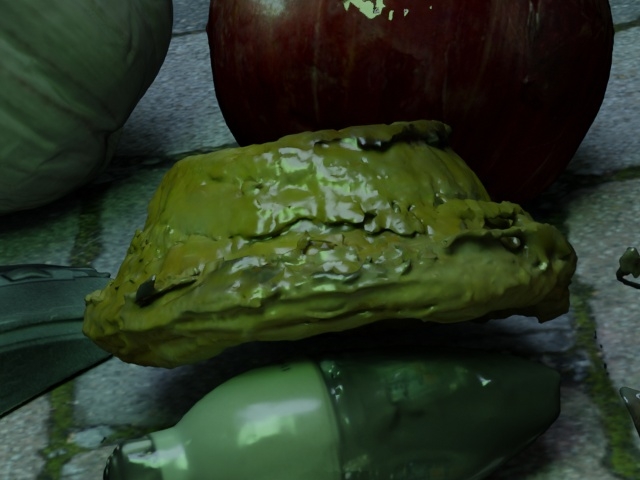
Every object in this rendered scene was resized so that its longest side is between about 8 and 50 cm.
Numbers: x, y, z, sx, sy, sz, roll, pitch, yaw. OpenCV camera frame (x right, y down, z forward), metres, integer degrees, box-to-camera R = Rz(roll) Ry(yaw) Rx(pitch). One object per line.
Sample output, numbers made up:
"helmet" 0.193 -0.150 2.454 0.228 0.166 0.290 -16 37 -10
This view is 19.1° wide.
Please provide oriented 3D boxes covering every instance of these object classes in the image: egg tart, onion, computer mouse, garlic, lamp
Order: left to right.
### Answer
"computer mouse" -0.226 0.058 1.203 0.231 0.071 0.126 -26 30 -28
"garlic" -0.240 -0.157 1.422 0.317 0.259 0.317 -27 36 22
"egg tart" 0.000 0.000 1.069 0.294 0.123 0.294 -7 -3 0
"lamp" 0.009 0.106 0.988 0.250 0.101 0.101 -10 26 -12
"onion" 0.059 -0.138 1.277 0.276 0.276 0.276 -9 27 5

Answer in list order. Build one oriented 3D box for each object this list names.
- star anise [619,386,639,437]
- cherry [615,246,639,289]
"star anise" 0.243 0.120 0.885 0.262 0.081 0.230 -15 24 19
"cherry" 0.250 0.020 1.004 0.148 0.188 0.115 35 88 13
